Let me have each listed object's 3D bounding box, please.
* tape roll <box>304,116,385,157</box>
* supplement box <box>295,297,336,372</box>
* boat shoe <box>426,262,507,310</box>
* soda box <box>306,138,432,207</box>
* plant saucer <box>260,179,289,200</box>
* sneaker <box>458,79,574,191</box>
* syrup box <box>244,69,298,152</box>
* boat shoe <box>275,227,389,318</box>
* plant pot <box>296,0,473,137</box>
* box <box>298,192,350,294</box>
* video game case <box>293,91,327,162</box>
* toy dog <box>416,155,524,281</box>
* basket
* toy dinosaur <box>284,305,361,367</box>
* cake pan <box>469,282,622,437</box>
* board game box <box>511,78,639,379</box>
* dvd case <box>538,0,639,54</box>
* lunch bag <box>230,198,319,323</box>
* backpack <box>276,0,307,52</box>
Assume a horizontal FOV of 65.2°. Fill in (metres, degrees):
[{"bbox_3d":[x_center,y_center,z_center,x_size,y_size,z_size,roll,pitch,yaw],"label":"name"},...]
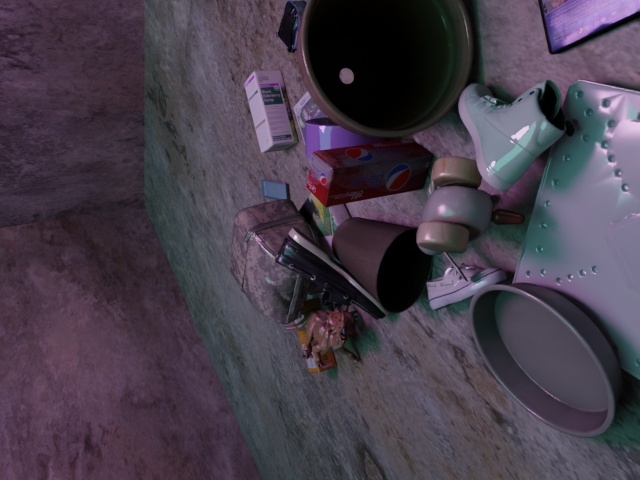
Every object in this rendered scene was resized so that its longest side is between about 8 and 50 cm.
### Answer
[{"bbox_3d":[0.058,-0.242,1.178,0.189,0.189,0.080,27,125,53],"label":"tape roll"},{"bbox_3d":[-0.022,0.313,1.652,0.080,0.078,0.234,-20,84,57],"label":"supplement box"},{"bbox_3d":[0.283,0.085,1.030,0.226,0.083,0.076,-42,66,58],"label":"boat shoe"},{"bbox_3d":[0.105,-0.146,1.059,0.083,0.263,0.092,49,140,41],"label":"soda box"},{"bbox_3d":[-0.159,-0.175,1.749,0.192,0.018,0.067,18,116,56],"label":"plant saucer"},{"bbox_3d":[0.316,-0.211,0.813,0.151,0.094,0.256,-48,30,39],"label":"sneaker"},{"bbox_3d":[-0.156,-0.405,1.574,0.096,0.093,0.237,-15,88,61],"label":"syrup box"},{"bbox_3d":[0.027,0.113,1.282,0.340,0.113,0.127,39,-176,-18],"label":"boat shoe"},{"bbox_3d":[0.089,-0.356,1.004,0.280,0.323,0.323,-160,60,-74],"label":"plant pot"},{"bbox_3d":[0.000,0.000,1.507,0.232,0.058,0.322,66,148,18],"label":"box"},{"bbox_3d":[-0.010,-0.334,1.425,0.173,0.022,0.191,-29,76,60],"label":"video game case"},{"bbox_3d":[0.266,-0.034,0.919,0.160,0.333,0.220,14,101,10],"label":"toy dog"},{"bbox_3d":[0.135,0.036,1.203,0.227,0.154,0.205,32,117,56],"label":"basket"},{"bbox_3d":[0.015,0.257,1.491,0.295,0.127,0.200,19,117,46],"label":"toy dinosaur"},{"bbox_3d":[0.382,0.195,0.865,0.293,0.054,0.293,50,157,30],"label":"cake pan"},{"bbox_3d":[0.479,0.009,0.698,0.390,0.050,0.390,39,134,48],"label":"board game box"},{"bbox_3d":[0.385,-0.424,0.715,0.180,0.022,0.253,-10,93,61],"label":"dvd case"},{"bbox_3d":[-0.124,0.071,1.479,0.256,0.212,0.305,55,145,34],"label":"lunch bag"},{"bbox_3d":[-0.058,-0.580,1.345,0.105,0.084,0.114,59,150,30],"label":"backpack"}]
